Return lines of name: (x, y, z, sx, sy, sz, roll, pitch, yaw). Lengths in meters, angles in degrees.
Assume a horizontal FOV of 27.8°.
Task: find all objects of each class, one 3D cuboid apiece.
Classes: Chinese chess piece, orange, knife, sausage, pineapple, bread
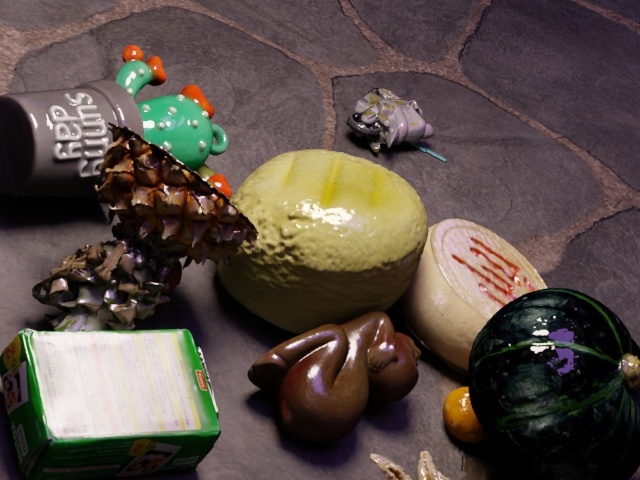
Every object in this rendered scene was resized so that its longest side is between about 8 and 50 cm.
Chinese chess piece: (0.246, 0.092, 2.052, 0.270, 0.112, 0.270, 26, 35, -20)
orange: (0.218, 0.253, 1.890, 0.083, 0.070, 0.083, 15, 40, -13)
knife: (0.201, -0.174, 2.487, 0.091, 0.005, 0.014, 28, 33, 1)
sausage: (-0.245, 0.043, 1.857, 0.094, 0.054, 0.059, 20, 41, -11)
pineapple: (-0.257, 0.025, 1.724, 0.262, 0.272, 0.262, 34, -10, 7)
bread: (0.005, -0.009, 1.934, 0.320, 0.237, 0.320, 22, 28, -12)

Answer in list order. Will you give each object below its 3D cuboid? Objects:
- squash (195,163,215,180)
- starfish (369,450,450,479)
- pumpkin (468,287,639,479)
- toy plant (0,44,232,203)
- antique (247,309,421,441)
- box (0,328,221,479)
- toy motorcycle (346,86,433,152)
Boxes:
squash: (-0.222, -0.123, 2.095, 0.183, 0.052, 0.052, 42, 37, 25)
starfish: (0.163, 0.391, 1.666, 0.293, 0.084, 0.301, 35, 31, 17)
pumpkin: (0.352, 0.214, 1.822, 0.315, 0.238, 0.315, 23, 59, -46)
toy plant: (-0.300, -0.144, 1.945, 0.400, 0.185, 0.279, -9, 45, -46)
antique: (0.036, 0.191, 1.804, 0.257, 0.121, 0.143, -16, 61, -45)
box: (-0.258, 0.196, 1.590, 0.250, 0.103, 0.180, 2, 52, -31)
toy motorcycle: (0.139, -0.226, 2.451, 0.152, 0.073, 0.225, 26, 29, 5)
